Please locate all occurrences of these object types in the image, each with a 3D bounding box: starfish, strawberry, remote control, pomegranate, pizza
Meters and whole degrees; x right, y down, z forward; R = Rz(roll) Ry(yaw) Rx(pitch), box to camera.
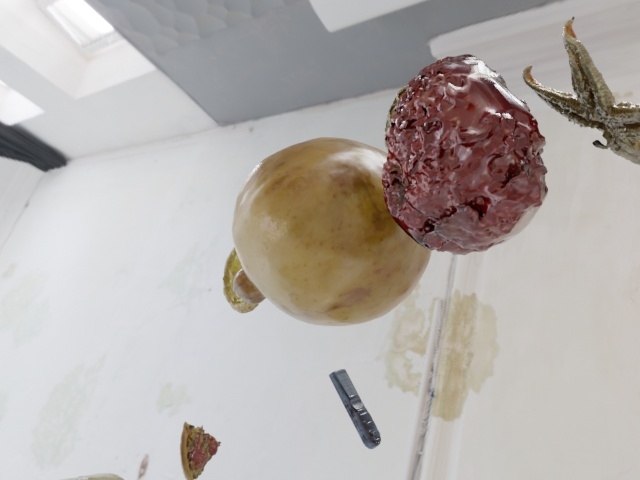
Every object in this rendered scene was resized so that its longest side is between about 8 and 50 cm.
[{"bbox_3d":[0.346,-0.172,0.611,0.050,0.138,0.247,-40,-118,-9],"label":"starfish"},{"bbox_3d":[0.186,-0.104,0.687,0.220,0.274,0.274,-28,-132,11],"label":"strawberry"},{"bbox_3d":[0.067,0.311,0.927,0.027,0.043,0.152,-50,-121,33],"label":"remote control"},{"bbox_3d":[0.000,0.000,0.955,0.410,0.410,0.410,-19,-128,27],"label":"pomegranate"},{"bbox_3d":[-0.221,0.368,0.894,0.029,0.099,0.100,-11,-160,28],"label":"pizza"}]

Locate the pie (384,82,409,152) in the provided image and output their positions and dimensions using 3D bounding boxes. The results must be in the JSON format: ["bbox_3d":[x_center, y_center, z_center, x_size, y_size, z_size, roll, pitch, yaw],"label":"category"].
[{"bbox_3d":[0.275,-0.308,1.270,0.274,0.055,0.274,-17,-114,42],"label":"pie"}]

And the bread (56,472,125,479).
[{"bbox_3d":[-0.351,0.412,0.699,0.134,0.141,0.148,-43,-119,12],"label":"bread"}]

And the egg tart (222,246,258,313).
[{"bbox_3d":[-0.188,0.098,1.314,0.191,0.074,0.191,-12,-108,41],"label":"egg tart"}]
